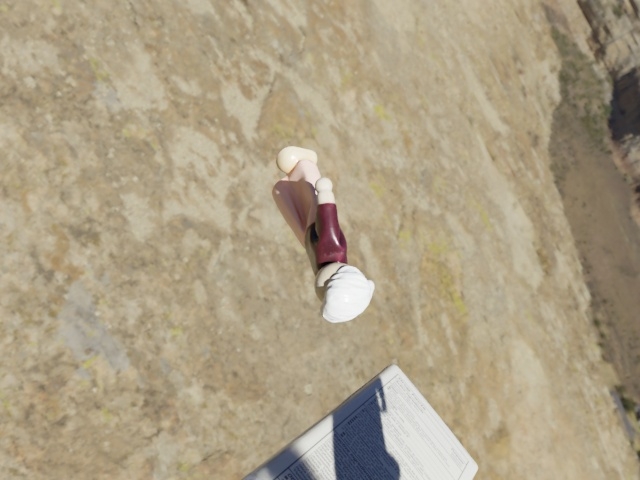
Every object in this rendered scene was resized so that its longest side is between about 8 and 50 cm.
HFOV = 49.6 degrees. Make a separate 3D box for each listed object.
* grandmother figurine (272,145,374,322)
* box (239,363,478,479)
[{"bbox_3d":[0.000,0.000,1.127,0.342,0.104,0.207,-111,-175,-47],"label":"grandmother figurine"},{"bbox_3d":[0.021,0.233,0.613,0.148,0.121,0.311,51,22,14],"label":"box"}]
